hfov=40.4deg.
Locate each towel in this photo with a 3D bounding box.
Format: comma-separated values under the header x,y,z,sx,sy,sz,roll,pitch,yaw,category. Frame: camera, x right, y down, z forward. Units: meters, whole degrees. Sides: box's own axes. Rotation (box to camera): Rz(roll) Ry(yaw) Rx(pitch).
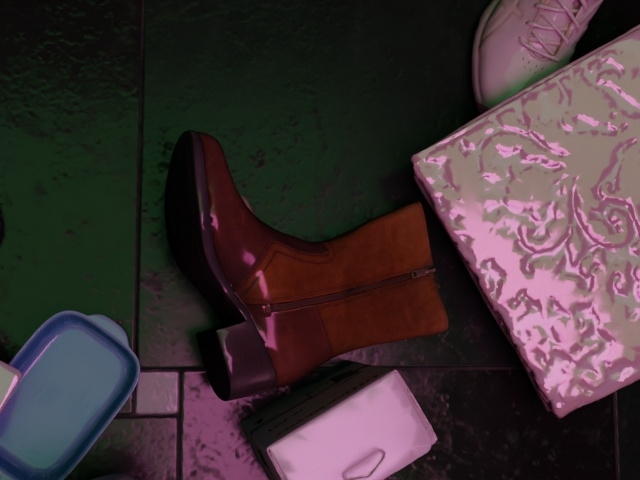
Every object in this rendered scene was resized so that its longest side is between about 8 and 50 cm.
x,y,z,sx,sy,sz,roll,pitch,yaw,category
0.306,-0.022,0.931,0.317,0.053,0.332,-29,91,1,towel

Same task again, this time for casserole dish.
x,y,z,sx,sy,sz,roll,pitch,yaw,category
-0.264,0.158,0.870,0.114,0.037,0.188,38,79,-5,casserole dish

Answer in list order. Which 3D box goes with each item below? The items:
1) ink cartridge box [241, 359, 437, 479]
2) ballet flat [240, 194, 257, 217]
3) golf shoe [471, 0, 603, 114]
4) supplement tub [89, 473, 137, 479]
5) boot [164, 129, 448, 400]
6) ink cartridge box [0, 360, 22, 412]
x,y,z,sx,sy,sz,roll,pitch,yaw,category
0.010,0.186,0.843,0.139,0.190,0.082,-29,90,-13,ink cartridge box
-0.071,0.036,0.922,0.052,0.057,0.168,-2,87,-40,ballet flat
0.260,-0.271,0.971,0.115,0.140,0.306,23,82,-9,golf shoe
-0.205,0.393,0.757,0.228,0.228,0.316,-23,88,-13,supplement tub
0.000,0.000,0.875,0.280,0.096,0.264,-16,88,-30,boot
-0.513,0.162,0.787,0.385,0.091,0.308,29,78,-5,ink cartridge box
